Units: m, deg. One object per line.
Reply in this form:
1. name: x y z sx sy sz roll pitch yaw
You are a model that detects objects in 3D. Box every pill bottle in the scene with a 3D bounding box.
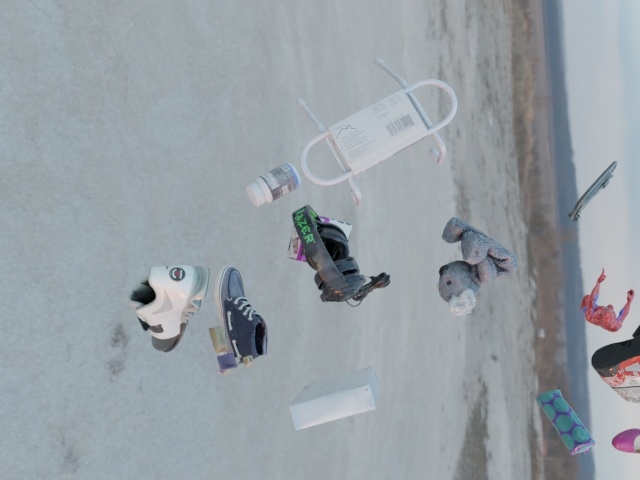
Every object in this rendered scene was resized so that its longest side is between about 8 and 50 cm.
1. pill bottle: -0.129 -0.151 1.599 0.137 0.078 0.078 -30 124 -18

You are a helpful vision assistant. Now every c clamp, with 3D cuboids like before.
1. c clamp: 0.540 -0.092 1.160 0.161 0.022 0.137 -41 158 -19

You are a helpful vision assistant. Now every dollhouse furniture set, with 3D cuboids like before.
1. dollhouse furniture set: -0.229 0.266 1.416 0.091 0.081 0.114 -6 63 -36

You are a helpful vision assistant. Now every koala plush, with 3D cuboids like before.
1. koala plush: 0.406 0.089 1.604 0.221 0.203 0.196 -58 -160 13

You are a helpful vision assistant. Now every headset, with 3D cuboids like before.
1. headset: 0.058 0.052 1.578 0.394 0.185 0.243 56 9 -48

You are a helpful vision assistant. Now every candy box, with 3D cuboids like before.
1. candy box: 0.000 0.000 1.955 0.233 0.071 0.159 13 90 -52

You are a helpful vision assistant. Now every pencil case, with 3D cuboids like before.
1. pencil case: 0.584 0.430 1.397 0.070 0.065 0.151 46 14 -50

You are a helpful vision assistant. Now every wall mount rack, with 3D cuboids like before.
1. wall mount rack: 0.100 -0.254 1.259 0.304 0.350 0.130 62 -1 13

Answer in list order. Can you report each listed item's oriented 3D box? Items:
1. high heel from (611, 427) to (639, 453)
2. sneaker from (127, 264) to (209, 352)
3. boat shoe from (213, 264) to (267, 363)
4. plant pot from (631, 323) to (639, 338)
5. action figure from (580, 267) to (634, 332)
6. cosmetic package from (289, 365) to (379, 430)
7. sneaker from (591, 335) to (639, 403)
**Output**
1. high heel: 1.080 0.669 1.895 0.117 0.244 0.082 -153 -110 -82
2. sneaker: -0.367 0.147 1.333 0.330 0.146 0.122 124 -31 -45
3. boat shoe: -0.252 0.238 1.935 0.127 0.158 0.340 12 67 -55
4. plant pot: 0.993 0.238 1.552 0.188 0.188 0.166 -121 -137 -63
5. action figure: 0.684 0.139 1.395 0.280 0.092 0.139 -5 118 -68
6. cosmetic package: 0.063 0.563 2.125 0.377 0.285 0.097 19 56 -81
7. sneaker: 0.730 0.261 1.226 0.145 0.270 0.090 46 41 -19
